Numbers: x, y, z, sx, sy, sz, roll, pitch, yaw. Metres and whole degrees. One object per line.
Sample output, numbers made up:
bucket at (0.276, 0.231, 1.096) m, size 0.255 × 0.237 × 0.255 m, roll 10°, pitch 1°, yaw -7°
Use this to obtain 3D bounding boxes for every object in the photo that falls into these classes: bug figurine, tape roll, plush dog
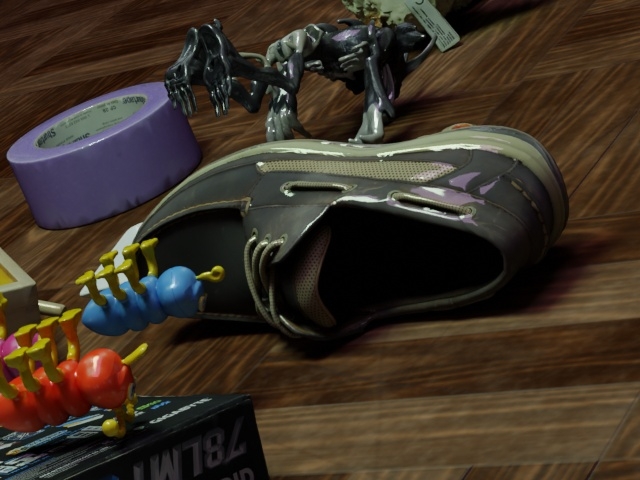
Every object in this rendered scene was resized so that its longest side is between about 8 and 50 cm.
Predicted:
bug figurine at (-0.183, 0.077, 1.152) m, size 0.216 × 0.072 × 0.279 m, roll -16°, pitch 11°, yaw 14°
tape roll at (-0.224, -0.090, 1.850) m, size 0.189 × 0.080 × 0.189 m, roll -19°, pitch 20°, yaw 7°
plush dog at (0.106, -0.304, 1.989) m, size 0.262 × 0.210 × 0.225 m, roll 16°, pitch 17°, yaw 16°

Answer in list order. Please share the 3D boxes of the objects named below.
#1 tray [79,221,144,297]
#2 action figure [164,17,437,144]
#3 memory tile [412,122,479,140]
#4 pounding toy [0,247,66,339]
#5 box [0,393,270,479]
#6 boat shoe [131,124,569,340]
tray at (-0.064, -0.004, 1.527) m, size 0.270 × 0.030 × 0.145 m, roll -14°, pitch 21°, yaw 20°
action figure at (-0.006, -0.143, 1.689) m, size 0.276 × 0.141 × 0.164 m, roll -3°, pitch -3°, yaw -35°
memory tile at (0.099, -0.066, 1.490) m, size 0.148 × 0.012 × 0.113 m, roll -21°, pitch 27°, yaw -29°
pounding toy at (-0.302, 0.043, 1.498) m, size 0.181 × 0.094 × 0.206 m, roll -13°, pitch 23°, yaw -24°
box at (-0.234, 0.168, 1.098) m, size 0.293 × 0.073 × 0.295 m, roll -7°, pitch 9°, yaw 41°
boat shoe at (0.000, 0.000, 1.300) m, size 0.355 × 0.132 × 0.130 m, roll -13°, pitch 21°, yaw 28°
